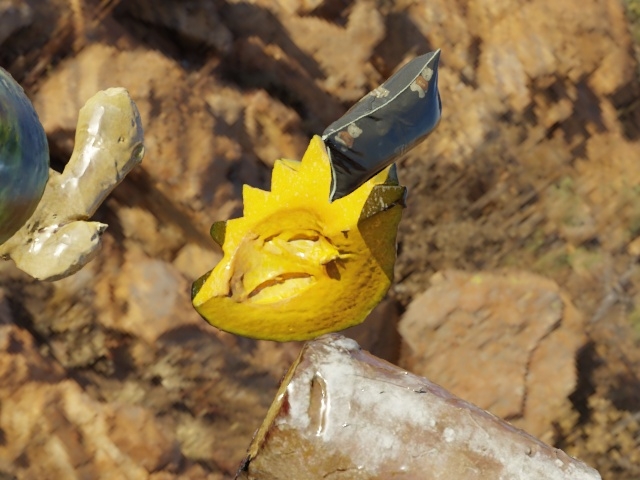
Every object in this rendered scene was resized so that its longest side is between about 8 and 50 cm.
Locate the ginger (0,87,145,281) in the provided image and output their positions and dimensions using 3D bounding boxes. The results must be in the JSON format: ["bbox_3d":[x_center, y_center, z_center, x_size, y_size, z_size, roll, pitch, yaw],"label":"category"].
[{"bbox_3d":[-0.242,-0.055,1.156,0.133,0.214,0.059,21,-14,3],"label":"ginger"}]

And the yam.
[{"bbox_3d":[0.040,0.099,0.552,0.141,0.079,0.079,28,23,4],"label":"yam"}]

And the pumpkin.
[{"bbox_3d":[0.000,0.000,1.325,0.149,0.254,0.130,41,26,-43],"label":"pumpkin"}]

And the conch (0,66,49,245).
[{"bbox_3d":[-0.274,-0.048,0.737,0.187,0.181,0.124,49,17,0],"label":"conch"}]

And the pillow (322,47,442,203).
[{"bbox_3d":[0.059,-0.103,1.168,0.048,0.150,0.090,30,-31,42],"label":"pillow"}]
